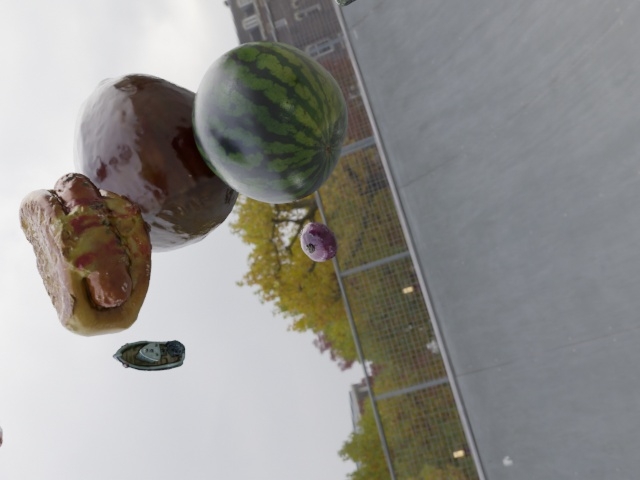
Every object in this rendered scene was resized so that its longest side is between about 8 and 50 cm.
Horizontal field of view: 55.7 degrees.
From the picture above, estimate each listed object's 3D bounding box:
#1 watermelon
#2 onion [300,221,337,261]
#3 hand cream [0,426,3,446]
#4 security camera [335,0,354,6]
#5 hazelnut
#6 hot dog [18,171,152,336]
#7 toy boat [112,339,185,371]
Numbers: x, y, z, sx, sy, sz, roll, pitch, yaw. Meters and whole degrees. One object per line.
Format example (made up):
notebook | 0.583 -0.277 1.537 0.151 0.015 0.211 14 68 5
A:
watermelon | -0.090 -0.217 1.106 0.285 0.285 0.285 -18 -90 -77
onion | 0.000 0.000 1.640 0.104 0.115 0.115 -29 -76 -36
hand cream | -0.682 0.402 1.252 0.038 0.216 0.052 43 -123 4
security camera | 0.064 -0.390 0.930 0.058 0.092 0.058 48 -154 -33
hazelnut | -0.376 -0.170 1.354 0.353 0.420 0.421 -50 -50 -31
hot dog | -0.350 0.008 0.926 0.150 0.153 0.257 -8 -117 -52
toy boat | -0.188 0.126 0.668 0.083 0.038 0.038 4 -117 -34
